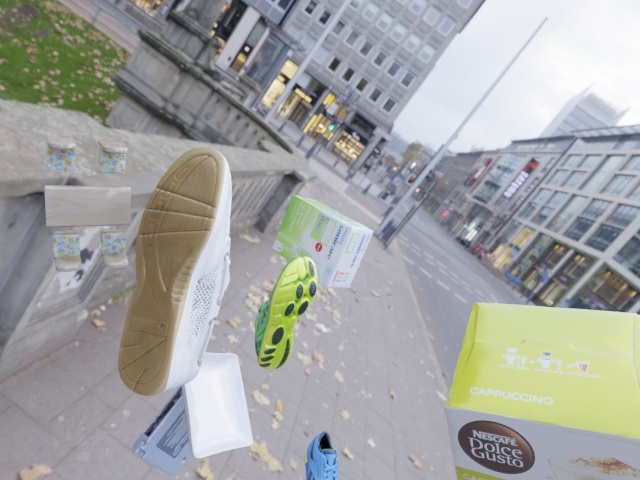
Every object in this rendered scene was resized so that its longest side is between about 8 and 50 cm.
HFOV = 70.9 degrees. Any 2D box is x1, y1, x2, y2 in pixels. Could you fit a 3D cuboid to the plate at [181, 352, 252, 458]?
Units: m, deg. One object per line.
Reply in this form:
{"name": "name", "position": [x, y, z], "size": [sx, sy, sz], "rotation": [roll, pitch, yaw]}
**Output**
{"name": "plate", "position": [-0.306, 0.460, 1.285], "size": [0.277, 0.045, 0.278], "rotation": [34, 36, -62]}

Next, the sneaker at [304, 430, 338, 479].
{"name": "sneaker", "position": [0.009, 0.527, 1.014], "size": [0.069, 0.082, 0.209], "rotation": [19, 21, -16]}

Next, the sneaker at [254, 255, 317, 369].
{"name": "sneaker", "position": [-0.102, 0.162, 1.066], "size": [0.109, 0.295, 0.123], "rotation": [9, 21, -37]}

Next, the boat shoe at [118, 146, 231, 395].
{"name": "boat shoe", "position": [-0.152, 0.033, 0.525], "size": [0.098, 0.277, 0.096], "rotation": [12, -5, 25]}

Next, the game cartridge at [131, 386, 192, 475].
{"name": "game cartridge", "position": [-0.438, 0.591, 1.457], "size": [0.062, 0.297, 0.198], "rotation": [13, -36, 40]}

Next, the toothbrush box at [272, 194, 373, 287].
{"name": "toothbrush box", "position": [0.000, 0.000, 1.465], "size": [0.283, 0.206, 0.122], "rotation": [32, 16, 37]}

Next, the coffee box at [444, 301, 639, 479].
{"name": "coffee box", "position": [0.480, 0.367, 0.945], "size": [0.338, 0.334, 0.338], "rotation": [0, 29, 30]}

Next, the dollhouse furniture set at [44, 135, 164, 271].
{"name": "dollhouse furniture set", "position": [-0.573, -0.092, 1.313], "size": [0.394, 0.362, 0.256], "rotation": [-3, 21, -31]}
